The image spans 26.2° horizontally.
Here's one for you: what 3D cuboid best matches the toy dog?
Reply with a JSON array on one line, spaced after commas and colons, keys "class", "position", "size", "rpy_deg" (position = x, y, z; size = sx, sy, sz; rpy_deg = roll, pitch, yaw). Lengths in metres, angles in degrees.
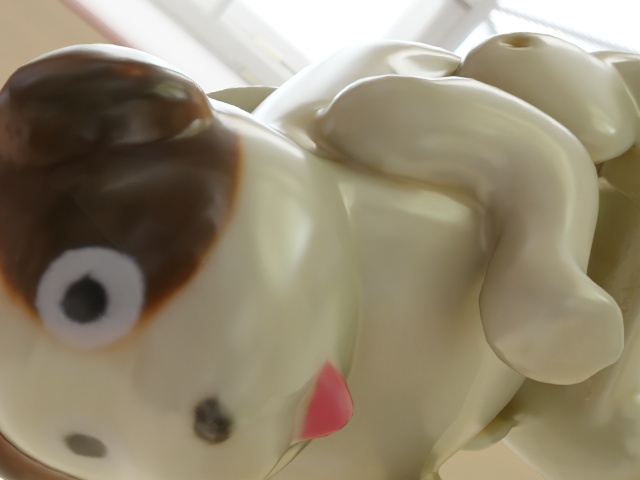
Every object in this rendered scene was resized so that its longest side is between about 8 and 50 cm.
[{"class": "toy dog", "position": [0.000, 0.000, 0.726], "size": [0.408, 0.395, 0.285], "rpy_deg": [-13, 139, -48]}]
